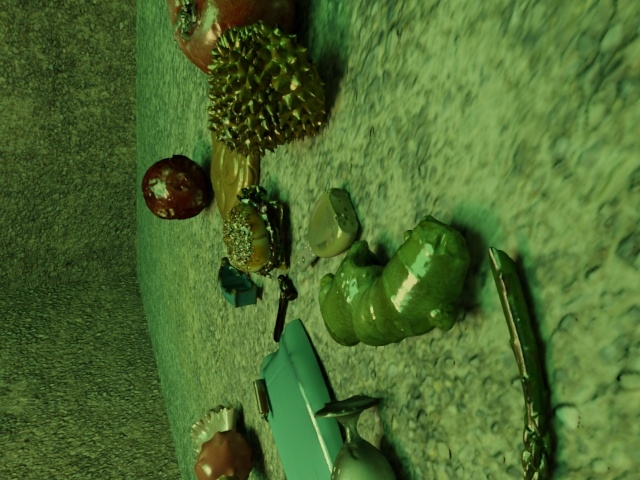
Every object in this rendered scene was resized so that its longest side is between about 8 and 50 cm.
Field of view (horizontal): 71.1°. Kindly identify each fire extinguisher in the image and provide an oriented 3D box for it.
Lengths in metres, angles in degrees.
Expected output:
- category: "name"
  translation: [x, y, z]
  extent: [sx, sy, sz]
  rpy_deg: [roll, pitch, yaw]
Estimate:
- category: "fire extinguisher"
  translation: [-0.119, 0.327, 0.915]
  extent: [0.028, 0.022, 0.083]
  rpy_deg: [54, -163, -63]

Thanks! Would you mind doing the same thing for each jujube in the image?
- category: "jujube"
  translation: [-0.435, -0.156, 1.347]
  extent: [0.290, 0.197, 0.197]
  rpy_deg: [179, 85, -70]

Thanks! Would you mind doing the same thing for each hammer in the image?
- category: "hammer"
  translation: [-0.082, 0.154, 0.926]
  extent: [0.065, 0.021, 0.178]
  rpy_deg: [51, 138, 44]

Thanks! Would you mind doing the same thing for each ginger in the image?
- category: "ginger"
  translation: [0.074, 0.061, 0.555]
  extent: [0.290, 0.089, 0.137]
  rpy_deg: [153, 127, -64]

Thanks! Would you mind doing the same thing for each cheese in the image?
- category: "cheese"
  translation: [0.000, 0.000, 0.728]
  extent: [0.192, 0.037, 0.097]
  rpy_deg: [-53, 48, 52]

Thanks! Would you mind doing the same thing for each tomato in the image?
- category: "tomato"
  translation: [-0.148, -0.393, 0.759]
  extent: [0.232, 0.188, 0.232]
  rpy_deg: [19, 115, 45]

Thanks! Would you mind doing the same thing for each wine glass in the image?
- category: "wine glass"
  translation: [0.057, 0.338, 0.623]
  extent: [0.103, 0.103, 0.222]
  rpy_deg: [-34, 64, 59]

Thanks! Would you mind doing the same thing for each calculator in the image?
- category: "calculator"
  translation: [-0.031, 0.364, 0.842]
  extent: [0.387, 0.054, 0.256]
  rpy_deg: [67, 147, 27]

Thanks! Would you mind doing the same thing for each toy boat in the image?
- category: "toy boat"
  translation: [-0.207, 0.096, 1.088]
  extent: [0.185, 0.075, 0.077]
  rpy_deg: [-152, 57, -61]

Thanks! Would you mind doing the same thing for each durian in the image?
- category: "durian"
  translation: [-0.096, -0.213, 0.694]
  extent: [0.183, 0.138, 0.250]
  rpy_deg: [44, 152, 10]

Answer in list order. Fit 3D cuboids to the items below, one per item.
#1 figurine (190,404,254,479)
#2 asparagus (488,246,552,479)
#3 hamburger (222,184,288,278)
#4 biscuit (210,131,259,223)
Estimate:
- category: "figurine"
  translation: [-0.251, 0.573, 1.195]
  extent: [0.207, 0.166, 0.387]
  rpy_deg: [-58, 23, -7]
- category: "asparagus"
  translation: [0.188, 0.121, 0.413]
  extent: [0.034, 0.027, 0.236]
  rpy_deg: [-11, 87, 41]
- category: "hamburger"
  translation: [-0.138, -0.015, 0.900]
  extent: [0.164, 0.093, 0.190]
  rpy_deg: [-3, 96, 49]
- category: "biscuit"
  translation: [-0.216, -0.168, 1.084]
  extent: [0.269, 0.051, 0.376]
  rpy_deg: [-53, 50, 50]
